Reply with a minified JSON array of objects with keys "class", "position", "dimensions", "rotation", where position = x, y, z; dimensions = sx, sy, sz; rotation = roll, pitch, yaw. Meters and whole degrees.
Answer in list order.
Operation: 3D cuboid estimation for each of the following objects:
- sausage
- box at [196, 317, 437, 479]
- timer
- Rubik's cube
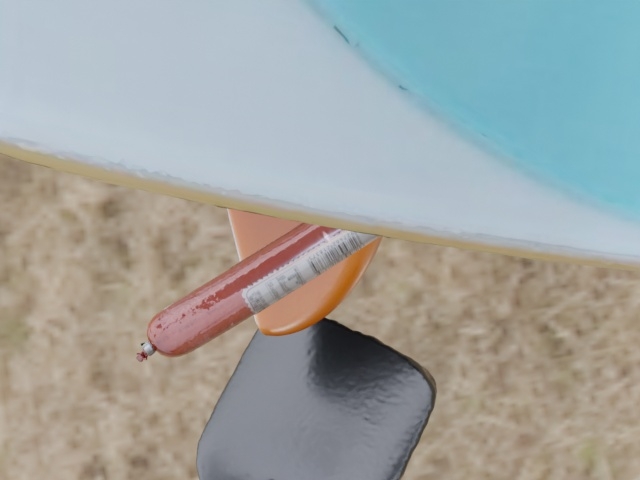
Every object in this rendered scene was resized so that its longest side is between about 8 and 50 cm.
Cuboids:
[{"class":"sausage","position":[0.000,0.000,1.126],"dimensions":[0.253,0.034,0.034],"rotation":[-31,69,-3]},{"class":"box","position":[-0.006,0.172,1.771],"dimensions":[0.212,0.042,0.201],"rotation":[18,72,33]},{"class":"timer","position":[0.004,-0.074,1.750],"dimensions":[0.161,0.257,0.250],"rotation":[14,135,7]},{"class":"Rubik's cube","position":[0.041,-0.194,0.850],"dimensions":[0.347,0.352,0.352],"rotation":[9,98,-2]}]
